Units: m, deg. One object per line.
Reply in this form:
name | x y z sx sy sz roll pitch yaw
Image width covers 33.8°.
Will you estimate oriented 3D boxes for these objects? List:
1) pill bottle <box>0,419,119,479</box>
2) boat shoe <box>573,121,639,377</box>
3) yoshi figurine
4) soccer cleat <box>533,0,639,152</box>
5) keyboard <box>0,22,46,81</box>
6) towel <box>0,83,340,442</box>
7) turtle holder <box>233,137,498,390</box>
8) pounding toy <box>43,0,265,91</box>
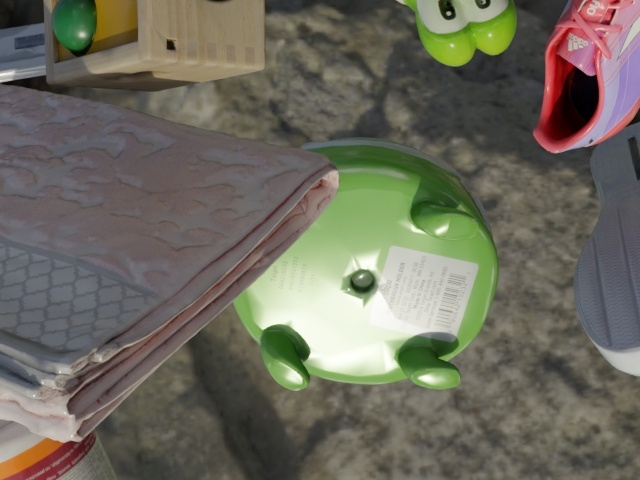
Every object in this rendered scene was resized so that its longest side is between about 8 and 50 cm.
pill bottle | -0.199 0.226 0.795 0.121 0.121 0.221 -2 113 50
boat shoe | 0.293 0.015 0.882 0.121 0.335 0.119 -22 114 29
yoshi figurine | 0.086 -0.335 0.917 0.203 0.203 0.362 -34 65 37
soccer cleat | 0.209 -0.174 0.754 0.083 0.095 0.248 33 137 31
keyboard | -0.269 -0.177 0.979 0.014 0.256 0.072 85 173 -46
towel | -0.198 -0.020 0.689 0.331 0.317 0.053 15 121 20
turtle holder | 0.011 0.015 1.061 0.227 0.320 0.243 -87 -20 -66
pounding toy | -0.091 -0.201 0.616 0.181 0.094 0.206 0 93 50
